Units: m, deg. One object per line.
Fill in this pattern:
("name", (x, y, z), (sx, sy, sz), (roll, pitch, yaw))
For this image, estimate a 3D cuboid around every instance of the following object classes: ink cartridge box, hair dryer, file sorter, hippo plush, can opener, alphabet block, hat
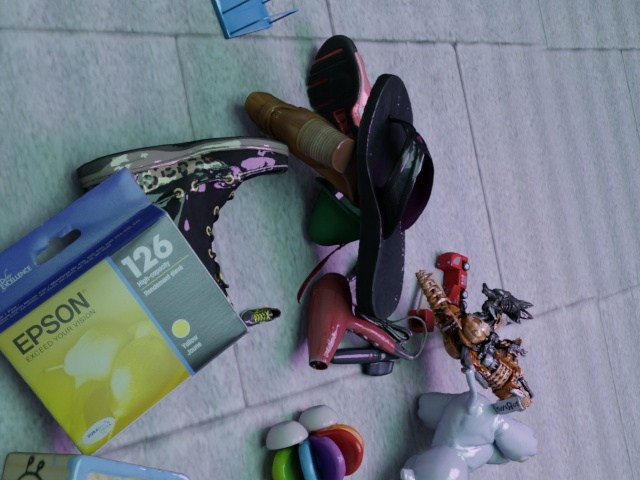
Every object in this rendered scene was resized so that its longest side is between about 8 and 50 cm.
("ink cartridge box", (-0.308, 0.101, 1.412), (0.304, 0.072, 0.307), (-38, 106, -15))
("hair dryer", (0.075, 0.153, 1.819), (0.293, 0.080, 0.223), (-28, 77, -40))
("file sorter", (-0.129, -0.473, 1.772), (0.118, 0.104, 0.170), (-28, 101, -44))
("hippo plush", (0.280, 0.427, 1.875), (0.234, 0.294, 0.236), (31, 68, -4))
("can opener", (0.083, 0.223, 1.863), (0.186, 0.059, 0.073), (8, 77, -43))
("alphabet block", (-0.323, 0.399, 1.343), (0.193, 0.197, 0.192), (25, 64, -38))
("hat", (0.000, 0.000, 1.848), (0.173, 0.183, 0.208), (44, 11, 19))

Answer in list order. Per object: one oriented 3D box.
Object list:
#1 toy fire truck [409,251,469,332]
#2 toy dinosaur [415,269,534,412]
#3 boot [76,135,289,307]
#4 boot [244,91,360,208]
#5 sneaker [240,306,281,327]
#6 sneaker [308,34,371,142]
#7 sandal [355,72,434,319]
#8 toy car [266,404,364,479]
("toy fire truck", (0.252, 0.109, 2.057), (0.135, 0.047, 0.192), (21, 68, -40))
("toy dinosaur", (0.316, 0.185, 1.933), (0.218, 0.164, 0.321), (-32, 99, -56))
("boot", (-0.193, -0.018, 1.592), (0.377, 0.138, 0.284), (-11, 88, -41))
("boot", (-0.009, -0.168, 1.786), (0.109, 0.220, 0.283), (-59, 153, 3))
("sneaker", (-0.105, 0.131, 1.718), (0.083, 0.035, 0.031), (-16, 92, -44))
("sneaker", (0.068, -0.250, 1.936), (0.136, 0.116, 0.313), (-19, 95, -63))
("sandal", (0.143, -0.073, 1.731), (0.167, 0.107, 0.445), (-27, 122, -56))
("toy car", (0.003, 0.380, 1.699), (0.182, 0.136, 0.159), (-18, 94, -44))
